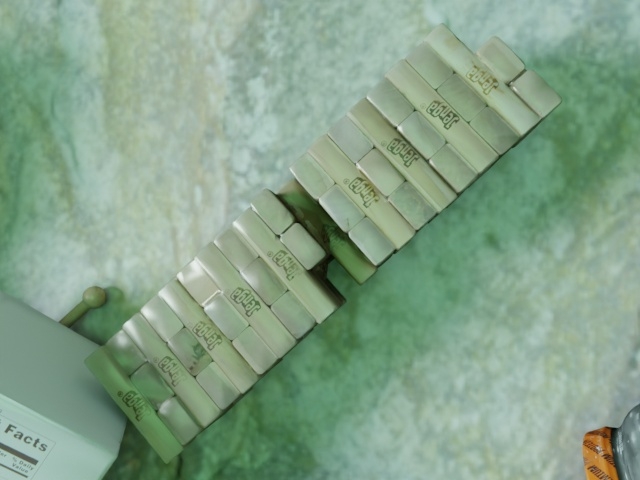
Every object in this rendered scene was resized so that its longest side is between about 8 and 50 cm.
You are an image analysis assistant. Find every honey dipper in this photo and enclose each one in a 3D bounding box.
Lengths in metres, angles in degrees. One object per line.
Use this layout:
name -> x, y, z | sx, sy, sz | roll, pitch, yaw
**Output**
honey dipper -> -0.236, 0.093, 0.466 | 0.161, 0.030, 0.030 | -44, 83, 1

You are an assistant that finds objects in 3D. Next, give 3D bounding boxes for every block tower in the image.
block tower -> 0.000, 0.000, 0.405 | 0.335, 0.097, 0.091 | -42, 83, 2

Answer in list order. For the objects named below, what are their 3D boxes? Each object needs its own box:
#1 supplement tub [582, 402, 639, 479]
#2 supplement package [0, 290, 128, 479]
supplement tub -> 0.264, 0.137, 0.328 | 0.191, 0.117, 0.116 | -25, 84, 30
supplement package -> -0.250, 0.179, 0.392 | 0.134, 0.139, 0.244 | 34, 92, -13
